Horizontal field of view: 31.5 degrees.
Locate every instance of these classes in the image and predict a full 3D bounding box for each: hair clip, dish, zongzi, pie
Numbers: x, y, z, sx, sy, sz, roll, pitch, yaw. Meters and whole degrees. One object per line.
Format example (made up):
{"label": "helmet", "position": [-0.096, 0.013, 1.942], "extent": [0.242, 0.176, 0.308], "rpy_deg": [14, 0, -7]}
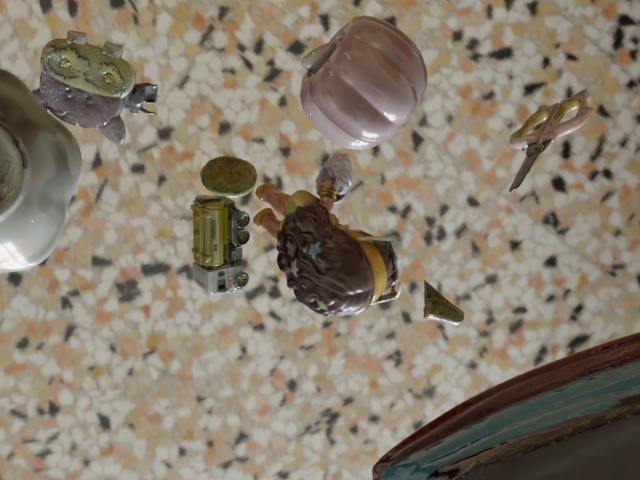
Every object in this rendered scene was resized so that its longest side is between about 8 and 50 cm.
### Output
{"label": "hair clip", "position": [-0.324, -0.222, 1.634], "extent": [0.187, 0.056, 0.146], "rpy_deg": [12, 120, -17]}
{"label": "dish", "position": [-0.343, -0.066, 1.104], "extent": [0.229, 0.081, 0.230], "rpy_deg": [0, 90, -18]}
{"label": "zongzi", "position": [0.224, 0.115, 2.087], "extent": [0.076, 0.083, 0.040], "rpy_deg": [16, 133, -17]}
{"label": "pie", "position": [-0.131, -0.089, 1.612], "extent": [0.084, 0.084, 0.021], "rpy_deg": [-9, 137, -13]}

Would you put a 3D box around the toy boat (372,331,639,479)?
{"label": "toy boat", "position": [0.227, 0.112, 0.649], "extent": [0.392, 0.079, 0.136], "rpy_deg": [-7, 93, -11]}

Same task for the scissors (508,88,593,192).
{"label": "scissors", "position": [0.366, -0.162, 1.896], "extent": [0.160, 0.317, 0.024], "rpy_deg": [-18, 113, 38]}

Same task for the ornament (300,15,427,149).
{"label": "ornament", "position": [0.051, -0.217, 1.531], "extent": [0.177, 0.177, 0.178], "rpy_deg": [-7, 117, -14]}

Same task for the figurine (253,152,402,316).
{"label": "figurine", "position": [0.000, 0.001, 1.312], "extent": [0.115, 0.240, 0.175], "rpy_deg": [-11, 120, -19]}

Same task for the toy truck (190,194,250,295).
{"label": "toy truck", "position": [-0.123, 0.004, 1.350], "extent": [0.062, 0.052, 0.123], "rpy_deg": [-13, 117, -34]}
